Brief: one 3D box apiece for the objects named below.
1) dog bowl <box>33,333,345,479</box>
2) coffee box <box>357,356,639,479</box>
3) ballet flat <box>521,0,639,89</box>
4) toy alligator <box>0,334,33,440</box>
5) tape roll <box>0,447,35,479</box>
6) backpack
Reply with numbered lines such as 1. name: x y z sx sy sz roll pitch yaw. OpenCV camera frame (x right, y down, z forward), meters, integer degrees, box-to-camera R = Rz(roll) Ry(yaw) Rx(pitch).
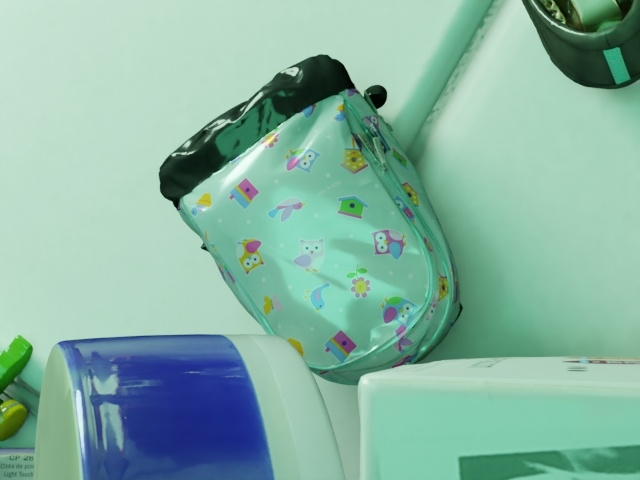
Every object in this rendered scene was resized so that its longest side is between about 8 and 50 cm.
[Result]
1. dog bowl: -0.068 0.174 0.626 0.104 0.265 0.265 1 88 -16
2. coffee box: 0.201 0.221 0.589 0.334 0.337 0.338 0 87 11
3. ballet flat: 0.121 -0.219 0.787 0.095 0.096 0.280 -28 78 15
4. toy alligator: -0.254 0.143 0.929 0.056 0.051 0.190 38 100 18
5. tape roll: -0.177 0.173 0.828 0.189 0.189 0.080 2 88 20
6. backpack: 0.000 0.000 0.812 0.152 0.115 0.182 -36 79 12
